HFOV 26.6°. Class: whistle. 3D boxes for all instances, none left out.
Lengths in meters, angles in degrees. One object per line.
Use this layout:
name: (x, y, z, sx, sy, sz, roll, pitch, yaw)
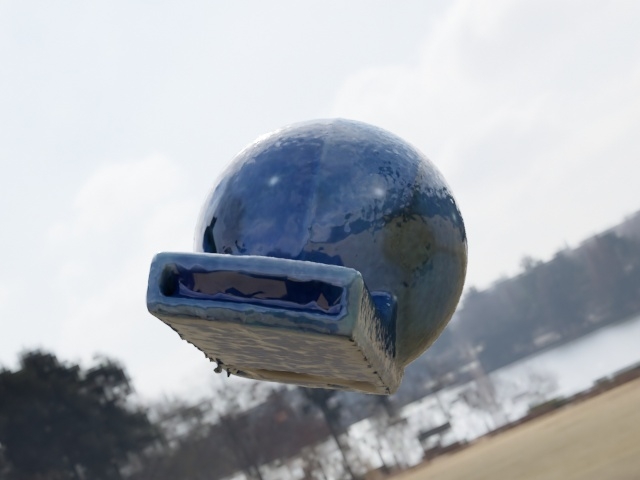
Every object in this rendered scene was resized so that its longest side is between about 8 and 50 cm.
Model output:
whistle: (0.000, 0.000, 0.391, 0.090, 0.090, 0.158, -24, -17, 2)
